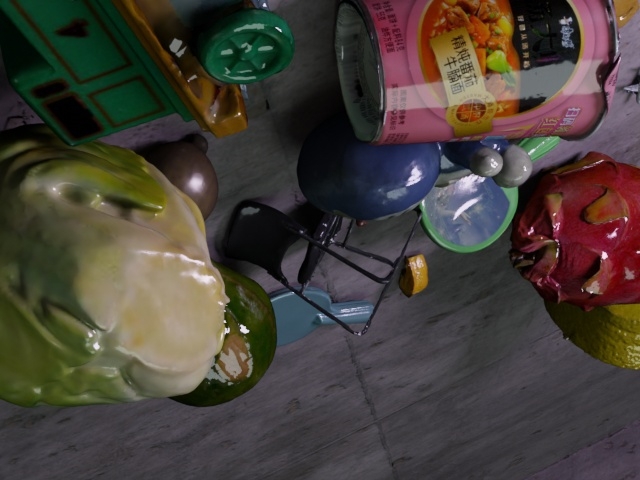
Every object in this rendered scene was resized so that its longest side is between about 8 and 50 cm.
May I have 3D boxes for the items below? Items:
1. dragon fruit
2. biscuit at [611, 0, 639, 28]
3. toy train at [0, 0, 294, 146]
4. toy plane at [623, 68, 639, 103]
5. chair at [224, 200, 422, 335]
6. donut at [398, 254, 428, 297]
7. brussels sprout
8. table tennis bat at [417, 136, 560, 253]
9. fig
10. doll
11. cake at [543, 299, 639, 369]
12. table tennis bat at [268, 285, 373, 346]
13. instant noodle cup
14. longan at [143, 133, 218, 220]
[{"bbox_3d":[0.435,-0.009,1.667,0.315,0.250,0.250,14,130,-41],"label":"dragon fruit"},{"bbox_3d":[0.328,-0.316,1.297,0.184,0.035,0.249,-27,150,-3],"label":"biscuit"},{"bbox_3d":[-0.176,-0.227,0.888,0.249,0.178,0.429,-19,150,8],"label":"toy train"},{"bbox_3d":[0.468,-0.228,1.563,0.077,0.024,0.084,-26,157,-13],"label":"toy plane"},{"bbox_3d":[0.000,0.000,1.453,0.140,0.221,0.145,109,7,-49],"label":"chair"},{"bbox_3d":[0.150,0.051,1.727,0.037,0.067,0.083,-14,116,-11],"label":"donut"},{"bbox_3d":[-0.243,0.020,1.063,0.344,0.344,0.268,-8,110,-32],"label":"brussels sprout"},{"bbox_3d":[0.239,-0.089,1.508,0.257,0.039,0.160,-36,110,-20],"label":"table tennis bat"},{"bbox_3d":[-0.155,0.100,1.433,0.195,0.195,0.245,-20,114,-15],"label":"fig"},{"bbox_3d":[0.099,-0.097,1.295,0.258,0.228,0.154,-28,114,-28],"label":"doll"},{"bbox_3d":[0.495,0.091,1.836,0.179,0.260,0.156,-24,135,-32],"label":"cake"},{"bbox_3d":[-0.020,0.117,1.683,0.237,0.038,0.149,-3,141,-31],"label":"table tennis bat"},{"bbox_3d":[0.156,-0.200,1.168,0.255,0.244,0.244,-11,147,-13],"label":"instant noodle cup"},{"bbox_3d":[-0.160,-0.066,1.224,0.106,0.106,0.119,75,36,-60],"label":"longan"}]
